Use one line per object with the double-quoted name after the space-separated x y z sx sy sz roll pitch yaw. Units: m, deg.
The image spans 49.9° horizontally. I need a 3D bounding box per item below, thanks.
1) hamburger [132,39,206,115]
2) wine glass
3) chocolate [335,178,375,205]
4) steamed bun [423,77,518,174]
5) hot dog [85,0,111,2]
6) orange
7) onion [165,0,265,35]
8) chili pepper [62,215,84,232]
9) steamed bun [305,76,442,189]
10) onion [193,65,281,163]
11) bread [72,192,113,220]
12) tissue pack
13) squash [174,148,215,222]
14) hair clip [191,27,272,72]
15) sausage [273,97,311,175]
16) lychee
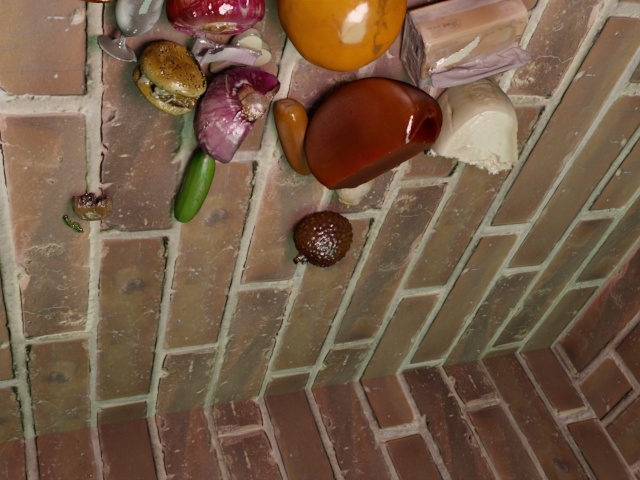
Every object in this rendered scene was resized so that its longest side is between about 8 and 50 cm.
-0.364 -0.398 1.689 0.177 0.185 0.113 33 124 -30 "hamburger"
-0.422 -0.521 1.582 0.103 0.103 0.222 14 130 -39 "wine glass"
0.129 -0.242 2.184 0.134 0.134 0.309 -1 134 -27 "chocolate"
0.446 -0.343 2.110 0.272 0.290 0.274 -11 123 -6 "steamed bun"
-0.537 -0.567 1.503 0.188 0.055 0.072 7 130 -33 "hot dog"
0.051 -0.555 1.628 0.312 0.312 0.312 -14 141 -12 "orange"
-0.242 -0.560 1.587 0.230 0.163 0.230 -4 179 0 "onion"
-0.736 -0.047 2.046 0.027 0.022 0.083 -28 138 8 "chili pepper"
0.134 -0.320 1.937 0.379 0.248 0.235 -29 169 32 "steamed bun"
-0.251 -0.335 1.822 0.159 0.348 0.267 37 73 -13 "onion"
-0.660 -0.098 1.994 0.113 0.060 0.082 -2 137 -23 "bread"
0.402 -0.527 1.885 0.305 0.239 0.238 -18 142 -7 "tissue pack"
-0.376 -0.154 2.058 0.082 0.082 0.292 3 135 -30 "squash"
-0.224 -0.473 1.755 0.218 0.071 0.159 -9 160 -40 "hair clip"
-0.071 -0.300 2.024 0.105 0.105 0.274 -21 142 -3 "sausage"
0.000 0.000 2.354 0.238 0.200 0.200 -39 142 -5 "lychee"
